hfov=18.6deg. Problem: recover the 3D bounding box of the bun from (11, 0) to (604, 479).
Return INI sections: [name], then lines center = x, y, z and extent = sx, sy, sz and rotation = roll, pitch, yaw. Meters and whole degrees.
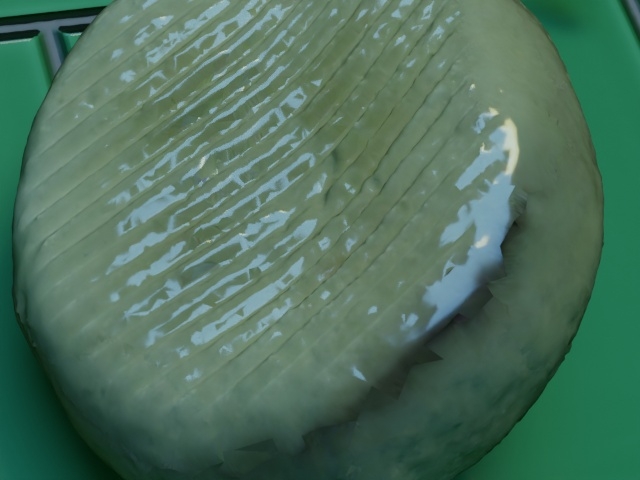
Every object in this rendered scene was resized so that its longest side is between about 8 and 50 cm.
[bun]
center = 0.000, 0.000, 0.674
extent = 0.222, 0.127, 0.222
rotation = -8, 63, 16
